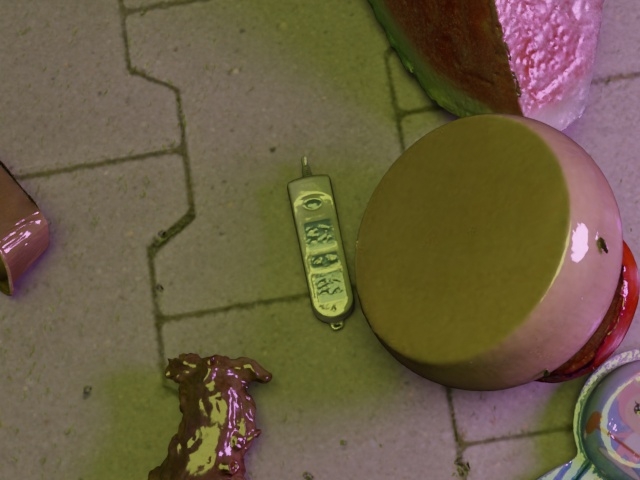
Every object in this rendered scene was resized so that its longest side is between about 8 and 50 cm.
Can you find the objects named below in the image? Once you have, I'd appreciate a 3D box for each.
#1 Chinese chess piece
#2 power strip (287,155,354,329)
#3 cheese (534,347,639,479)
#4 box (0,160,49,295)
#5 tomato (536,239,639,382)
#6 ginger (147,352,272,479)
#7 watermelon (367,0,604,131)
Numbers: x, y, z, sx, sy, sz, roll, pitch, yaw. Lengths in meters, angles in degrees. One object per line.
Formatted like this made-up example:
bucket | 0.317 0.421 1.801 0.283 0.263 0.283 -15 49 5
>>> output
Chinese chess piece | 0.156 0.011 1.146 0.273 0.102 0.273 -19 60 37
power strip | 0.000 0.000 1.259 0.047 0.030 0.191 -11 73 -1
cheese | 0.295 0.202 1.166 0.135 0.052 0.245 37 79 13
box | -0.361 -0.026 1.255 0.111 0.111 0.177 -39 74 -8
tomato | 0.238 0.059 1.196 0.189 0.099 0.173 18 88 46
ginger | -0.108 0.251 1.160 0.122 0.084 0.290 0 74 -3
watermelon | 0.162 -0.252 1.238 0.193 0.232 0.310 1 46 -33
